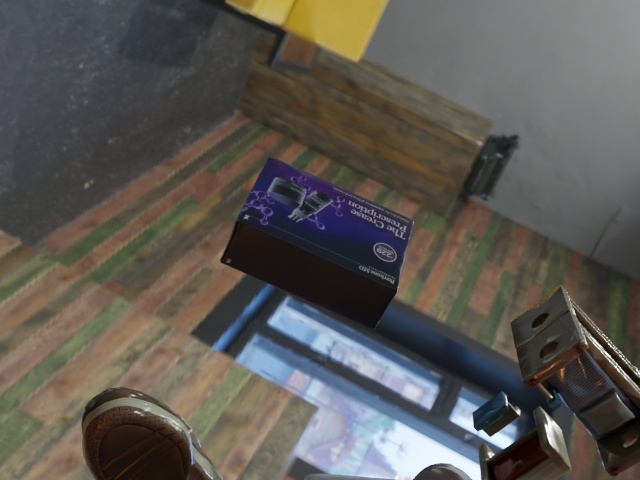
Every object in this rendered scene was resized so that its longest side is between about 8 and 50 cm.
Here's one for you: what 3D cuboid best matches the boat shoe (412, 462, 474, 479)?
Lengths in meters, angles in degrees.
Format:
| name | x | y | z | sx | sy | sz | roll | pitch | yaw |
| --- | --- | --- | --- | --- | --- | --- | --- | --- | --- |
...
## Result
| name | x | y | z | sx | sy | sz | roll | pitch | yaw |
| --- | --- | --- | --- | --- | --- | --- | --- | --- | --- |
| boat shoe | 0.074 | 0.170 | 0.371 | 0.040 | 0.049 | 0.142 | 29 | 44 | -57 |

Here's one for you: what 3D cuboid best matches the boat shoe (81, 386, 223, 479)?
| name | x | y | z | sx | sy | sz | roll | pitch | yaw |
| --- | --- | --- | --- | --- | --- | --- | --- | --- | --- |
| boat shoe | -0.172 | 0.203 | 0.835 | 0.095 | 0.095 | 0.257 | -26 | 142 | -7 |

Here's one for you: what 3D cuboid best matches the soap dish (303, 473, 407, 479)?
| name | x | y | z | sx | sy | sz | roll | pitch | yaw |
| --- | --- | --- | --- | --- | --- | --- | --- | --- | --- |
| soap dish | 0.111 | 0.356 | 0.870 | 0.118 | 0.290 | 0.229 | -69 | 151 | -45 |

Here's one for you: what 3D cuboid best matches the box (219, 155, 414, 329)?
| name | x | y | z | sx | sy | sz | roll | pitch | yaw |
| --- | --- | --- | --- | --- | --- | --- | --- | --- | --- |
| box | 0.000 | 0.000 | 1.321 | 0.184 | 0.261 | 0.103 | -70 | -175 | -48 |

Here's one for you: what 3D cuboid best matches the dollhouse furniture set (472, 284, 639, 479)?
| name | x | y | z | sx | sy | sz | roll | pitch | yaw |
| --- | --- | --- | --- | --- | --- | --- | --- | --- | --- |
| dollhouse furniture set | 0.208 | 0.167 | 0.810 | 0.183 | 0.129 | 0.129 | -41 | -171 | 18 |
